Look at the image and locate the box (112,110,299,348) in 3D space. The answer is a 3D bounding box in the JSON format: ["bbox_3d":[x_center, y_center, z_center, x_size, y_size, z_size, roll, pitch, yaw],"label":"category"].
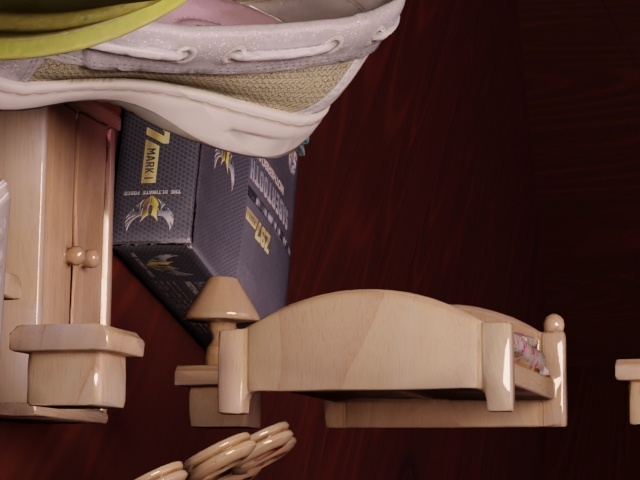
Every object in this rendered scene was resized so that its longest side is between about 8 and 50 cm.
[{"bbox_3d":[-0.071,-0.041,1.206,0.233,0.059,0.183,58,35,-64],"label":"box"}]

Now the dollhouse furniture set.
[{"bbox_3d":[0.000,0.000,0.867,0.303,0.355,0.174,28,61,-74],"label":"dollhouse furniture set"}]

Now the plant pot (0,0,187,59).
[{"bbox_3d":[-0.071,-0.178,0.551,0.254,0.276,0.276,-153,-125,-63],"label":"plant pot"}]

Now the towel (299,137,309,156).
[{"bbox_3d":[-0.024,-0.285,1.470,0.271,0.040,0.370,76,18,-44],"label":"towel"}]

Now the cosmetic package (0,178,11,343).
[{"bbox_3d":[-0.171,0.103,0.587,0.127,0.107,0.238,-67,163,-65],"label":"cosmetic package"}]

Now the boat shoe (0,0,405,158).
[{"bbox_3d":[-0.094,-0.119,0.791,0.320,0.103,0.118,16,41,-45],"label":"boat shoe"}]

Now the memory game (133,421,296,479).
[{"bbox_3d":[-0.093,0.135,0.869,0.012,0.186,0.186,62,9,11],"label":"memory game"}]
